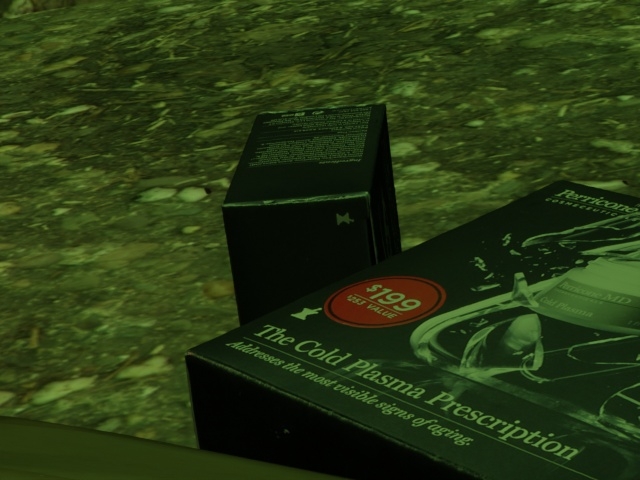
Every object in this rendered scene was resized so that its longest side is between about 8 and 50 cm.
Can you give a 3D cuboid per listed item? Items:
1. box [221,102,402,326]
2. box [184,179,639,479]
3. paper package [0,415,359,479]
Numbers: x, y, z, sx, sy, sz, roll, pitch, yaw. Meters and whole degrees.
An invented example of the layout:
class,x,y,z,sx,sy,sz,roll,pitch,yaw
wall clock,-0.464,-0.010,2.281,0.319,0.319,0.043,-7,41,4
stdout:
class,x,y,z,sx,sy,sz,roll,pitch,yaw
box,0.000,0.000,1.259,0.108,0.153,0.207,-4,21,8
box,0.159,0.122,0.878,0.312,0.179,0.343,-23,27,-37
paper package,0.005,0.215,0.379,0.325,0.309,0.168,12,-1,4
